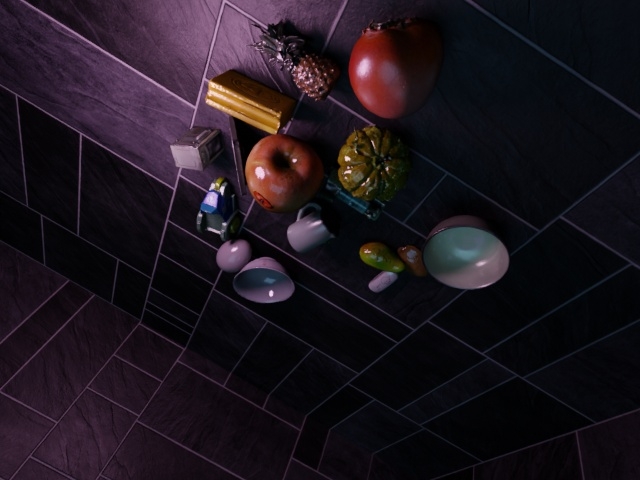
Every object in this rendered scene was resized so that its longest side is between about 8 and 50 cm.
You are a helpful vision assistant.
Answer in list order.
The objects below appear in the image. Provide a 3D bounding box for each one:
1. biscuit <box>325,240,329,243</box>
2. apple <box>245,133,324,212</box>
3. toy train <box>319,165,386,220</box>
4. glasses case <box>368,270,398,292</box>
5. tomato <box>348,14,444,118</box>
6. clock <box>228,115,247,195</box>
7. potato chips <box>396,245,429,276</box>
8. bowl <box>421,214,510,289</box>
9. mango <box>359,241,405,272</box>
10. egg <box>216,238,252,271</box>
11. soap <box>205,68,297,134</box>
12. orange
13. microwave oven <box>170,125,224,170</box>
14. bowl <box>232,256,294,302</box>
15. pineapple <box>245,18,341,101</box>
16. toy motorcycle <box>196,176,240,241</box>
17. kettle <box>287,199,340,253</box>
[{"bbox_3d":[0.000,0.000,2.130,0.089,0.016,0.046,-4,126,26],"label":"biscuit"},{"bbox_3d":[-0.162,-0.272,1.755,0.338,0.339,0.305,29,156,-2],"label":"apple"},{"bbox_3d":[0.145,-0.201,1.779,0.298,0.194,0.120,32,132,-6],"label":"toy train"},{"bbox_3d":[0.327,0.209,2.142,0.076,0.049,0.197,37,132,-9],"label":"glasses case"},{"bbox_3d":[0.246,-0.558,1.353,0.320,0.322,0.322,12,131,14],"label":"tomato"},{"bbox_3d":[-0.359,-0.374,1.819,0.049,0.274,0.279,-10,131,-10],"label":"clock"},{"bbox_3d":[0.456,0.108,2.007,0.150,0.049,0.202,-30,106,33],"label":"potato chips"},{"bbox_3d":[0.623,0.024,1.770,0.353,0.185,0.354,12,131,14],"label":"bowl"},{"bbox_3d":[0.303,0.082,2.006,0.232,0.111,0.126,23,140,10],"label":"mango"},{"bbox_3d":[-0.477,0.080,2.291,0.176,0.176,0.231,42,120,-14],"label":"egg"},{"bbox_3d":[-0.272,-0.558,1.652,0.324,0.204,0.096,25,130,1],"label":"soap"},{"bbox_3d":[0.216,-0.306,1.634,0.300,0.223,0.301,-2,103,-5],"label":"orange"},{"bbox_3d":[-0.560,-0.430,1.878,0.162,0.205,0.129,11,131,13],"label":"microwave oven"},{"bbox_3d":[-0.310,0.196,2.304,0.344,0.157,0.346,0,140,0],"label":"bowl"},{"bbox_3d":[-0.096,-0.676,1.515,0.364,0.166,0.165,37,132,-7],"label":"pineapple"},{"bbox_3d":[-0.536,-0.154,2.106,0.190,0.200,0.327,19,135,8],"label":"toy motorcycle"},{"bbox_3d":[-0.038,-0.078,2.001,0.236,0.161,0.222,-28,83,37],"label":"kettle"}]
